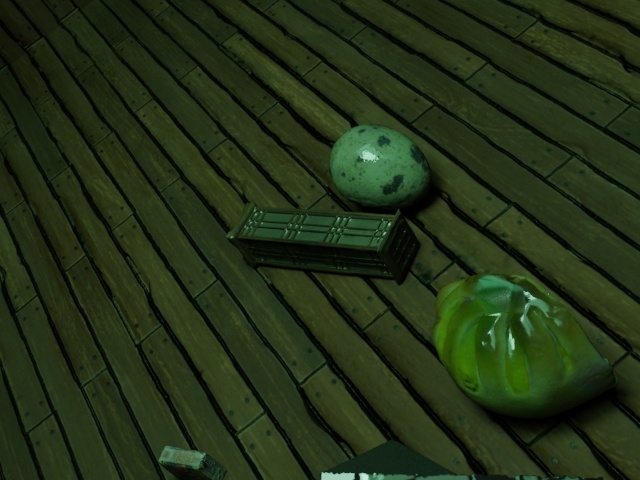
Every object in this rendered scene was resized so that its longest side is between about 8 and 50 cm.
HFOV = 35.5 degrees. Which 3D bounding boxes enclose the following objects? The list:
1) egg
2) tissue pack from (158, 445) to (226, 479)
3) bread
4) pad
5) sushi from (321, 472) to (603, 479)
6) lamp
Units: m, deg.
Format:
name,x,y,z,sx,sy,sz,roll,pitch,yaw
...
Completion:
name,x,y,z,sx,sy,sz,roll,pitch,yaw
egg,0.101,-0.119,1.664,0.182,0.141,0.141,22,65,24
tissue pack,-0.191,0.335,1.492,0.083,0.063,0.035,2,56,35
bread,0.249,0.144,1.302,0.261,0.158,0.156,-2,54,36
pad,0.118,0.319,1.276,0.143,0.003,0.211,-15,25,-38
sushi,0.151,0.395,1.090,0.340,0.068,0.320,-1,56,10
lamp,0.000,0.000,1.659,0.325,0.090,0.089,6,55,37
